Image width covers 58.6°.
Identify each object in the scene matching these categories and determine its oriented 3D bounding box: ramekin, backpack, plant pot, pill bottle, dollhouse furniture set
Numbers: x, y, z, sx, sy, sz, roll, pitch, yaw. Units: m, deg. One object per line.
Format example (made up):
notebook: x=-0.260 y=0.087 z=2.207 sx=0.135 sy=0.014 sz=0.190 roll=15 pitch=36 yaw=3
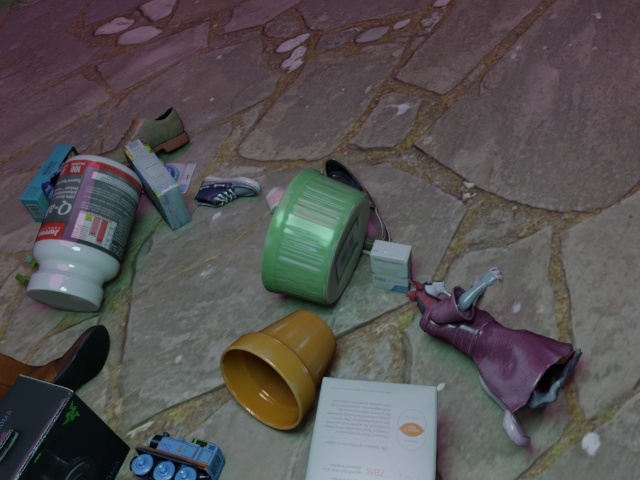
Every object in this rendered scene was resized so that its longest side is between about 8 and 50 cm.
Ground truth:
ramekin: x=0.000 y=0.000 z=1.308 sx=0.148 sy=0.303 sz=0.303 roll=19 pitch=55 yaw=16
backpack: x=-0.726 y=-0.139 z=1.654 sx=0.117 sy=0.158 sz=0.173 roll=-38 pitch=43 yaw=-18
plant pot: x=-0.070 y=0.247 z=1.178 sx=0.205 sy=0.205 sz=0.188 roll=22 pitch=41 yaw=26
pill bottle: x=-0.598 y=-0.016 z=1.450 sx=0.210 sy=0.210 sz=0.363 roll=2 pitch=65 yaw=12
dollhouse furniture set: x=-0.743 y=0.047 z=1.517 sx=0.076 sy=0.058 sz=0.152 roll=28 pitch=85 yaw=29

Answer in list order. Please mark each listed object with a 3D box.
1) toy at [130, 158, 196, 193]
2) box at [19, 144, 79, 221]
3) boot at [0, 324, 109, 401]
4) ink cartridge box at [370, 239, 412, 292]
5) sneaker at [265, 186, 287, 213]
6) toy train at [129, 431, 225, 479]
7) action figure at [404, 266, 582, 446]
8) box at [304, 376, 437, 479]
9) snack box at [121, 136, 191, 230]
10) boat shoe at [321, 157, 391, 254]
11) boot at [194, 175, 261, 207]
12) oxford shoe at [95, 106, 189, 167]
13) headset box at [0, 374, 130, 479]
toy: x=-0.513 y=-0.206 z=1.739 sx=0.237 sy=0.056 sz=0.137 roll=-1 pitch=50 yaw=10
box: x=-0.810 y=-0.176 z=1.738 sx=0.060 sy=0.101 sz=0.244 roll=3 pitch=50 yaw=11
boot: x=-0.658 y=0.297 z=1.325 sx=0.280 sy=0.096 sz=0.264 roll=4 pitch=57 yaw=24
ink cartridge box: x=0.167 y=0.061 z=1.331 sx=0.088 sy=0.122 sz=0.052 roll=10 pitch=52 yaw=18
sneaker: x=-0.092 y=-0.131 z=1.596 sx=0.134 sy=0.051 sz=0.070 roll=-27 pitch=55 yaw=-8
toy train: x=-0.282 y=0.438 z=1.118 sx=0.184 sy=0.080 sz=0.105 roll=8 pitch=42 yaw=20
action figure: x=0.322 y=0.202 z=1.172 sx=0.370 sy=0.248 sz=0.276 roll=27 pitch=85 yaw=28
box: x=0.090 y=0.437 z=0.985 sx=0.214 sy=0.168 sz=0.345 roll=2 pitch=49 yaw=12
snack box: x=-0.450 y=-0.153 z=1.574 sx=0.070 sy=0.175 sz=0.207 roll=-34 pitch=64 yaw=-18
boat shoe: x=0.084 y=-0.095 z=1.501 sx=0.116 sy=0.097 sz=0.324 roll=-21 pitch=49 yaw=-9
boot: x=-0.265 y=-0.131 z=1.627 sx=0.189 sy=0.069 sz=0.086 roll=4 pitch=57 yaw=25
oxford shoe: x=-0.567 y=-0.306 z=1.736 sx=0.122 sy=0.130 sz=0.348 roll=7 pitch=32 yaw=39
headset box: x=-0.512 y=0.419 z=1.037 sx=0.131 sy=0.283 sz=0.246 roll=9 pitch=51 yaw=19
